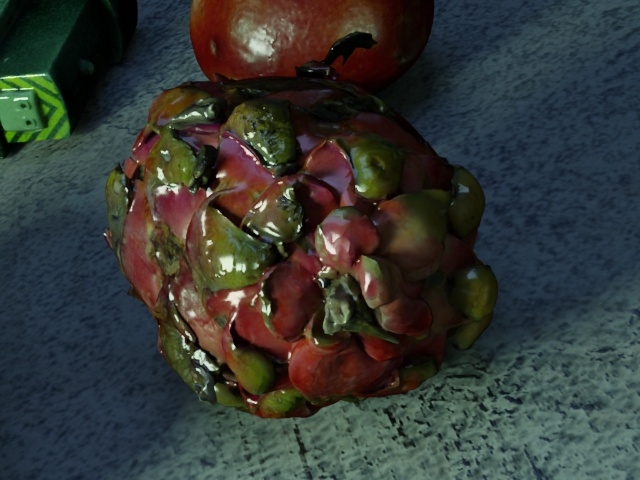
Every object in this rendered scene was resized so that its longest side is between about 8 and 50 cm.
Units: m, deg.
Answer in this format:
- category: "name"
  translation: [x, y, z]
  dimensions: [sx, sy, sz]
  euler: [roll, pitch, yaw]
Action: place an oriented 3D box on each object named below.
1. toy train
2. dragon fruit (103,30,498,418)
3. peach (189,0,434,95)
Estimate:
- category: "toy train"
  translation: [-0.318, -0.214, 1.493]
  dimensions: [0.178, 0.138, 0.330]
  euler: [-4, 38, 12]
- category: "dragon fruit"
  translation: [0.000, 0.000, 0.981]
  dimensions: [0.269, 0.250, 0.291]
  euler: [-21, 25, -38]
- category: "peach"
  translation: [-0.009, -0.224, 1.316]
  dimensions: [0.243, 0.199, 0.243]
  euler: [-12, 39, 10]
